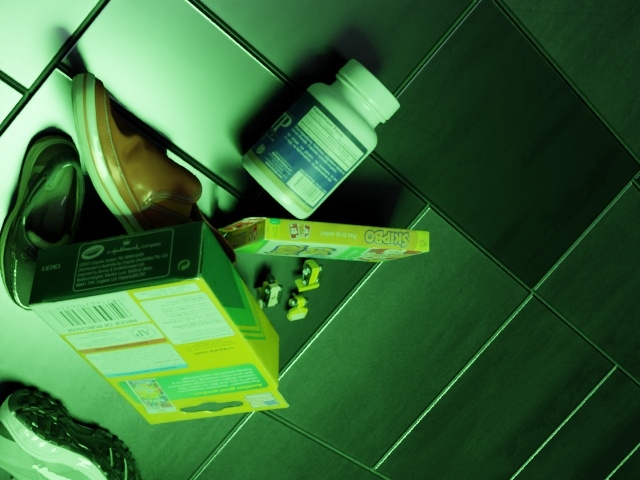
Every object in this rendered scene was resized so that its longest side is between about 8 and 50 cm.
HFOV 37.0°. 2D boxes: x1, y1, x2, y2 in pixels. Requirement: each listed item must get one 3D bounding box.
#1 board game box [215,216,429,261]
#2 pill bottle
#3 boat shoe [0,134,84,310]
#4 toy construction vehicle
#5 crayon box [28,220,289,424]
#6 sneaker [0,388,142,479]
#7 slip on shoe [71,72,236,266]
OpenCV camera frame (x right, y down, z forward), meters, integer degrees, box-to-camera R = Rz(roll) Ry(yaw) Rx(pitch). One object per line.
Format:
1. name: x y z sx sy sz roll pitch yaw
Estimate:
1. board game box: 0.000 0.000 1.241 0.259 0.124 0.039 7 79 -26
2. pill bottle: 0.004 -0.127 1.176 0.187 0.112 0.112 -46 126 3
3. boat shoe: -0.323 -0.009 1.112 0.080 0.073 0.224 7 113 -28
4. toy construction vehicle: -0.046 0.069 1.307 0.086 0.035 0.098 -13 137 -29
5. crayon box: -0.178 0.111 1.157 0.203 0.083 0.323 -9 143 12
6. sneaker: -0.337 0.301 1.273 0.108 0.100 0.271 -39 121 12
7. slip on shoe: -0.192 -0.063 1.110 0.101 0.123 0.331 -22 131 4
